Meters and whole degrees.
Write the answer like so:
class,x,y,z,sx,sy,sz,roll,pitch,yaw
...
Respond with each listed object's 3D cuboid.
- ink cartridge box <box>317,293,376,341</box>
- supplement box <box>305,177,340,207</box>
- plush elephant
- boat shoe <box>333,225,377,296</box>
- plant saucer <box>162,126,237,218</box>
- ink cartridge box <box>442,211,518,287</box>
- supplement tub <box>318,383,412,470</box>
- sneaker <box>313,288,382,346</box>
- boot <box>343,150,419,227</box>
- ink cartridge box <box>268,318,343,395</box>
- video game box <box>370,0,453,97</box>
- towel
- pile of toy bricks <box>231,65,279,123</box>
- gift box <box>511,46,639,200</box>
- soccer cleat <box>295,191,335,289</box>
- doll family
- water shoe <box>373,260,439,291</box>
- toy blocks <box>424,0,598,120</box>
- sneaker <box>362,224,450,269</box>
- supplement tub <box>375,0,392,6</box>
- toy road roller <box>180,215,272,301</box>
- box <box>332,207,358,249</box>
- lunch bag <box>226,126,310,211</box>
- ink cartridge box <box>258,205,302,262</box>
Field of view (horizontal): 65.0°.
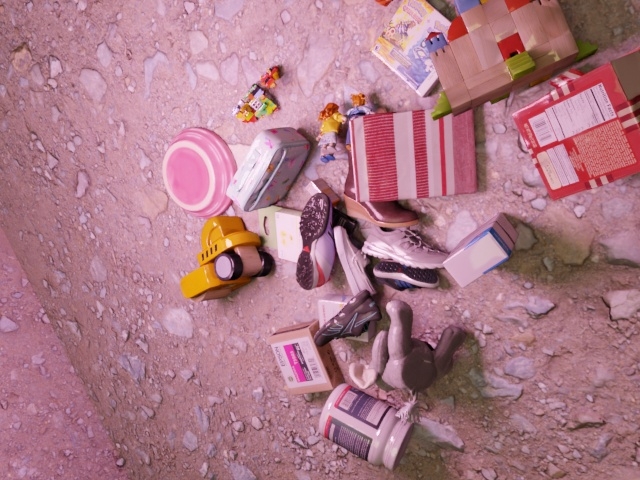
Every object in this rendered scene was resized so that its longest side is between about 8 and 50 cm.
class,x,y,z,sx,sy,sz,roll,pitch,yaw
ink cartridge box,0.087,0.249,1.649,0.175,0.072,0.128,3,107,29
supplement box,0.008,-0.146,1.583,0.098,0.062,0.036,49,124,10
plush elephant,0.239,0.364,1.514,0.255,0.271,0.330,-12,62,67
boat shoe,0.111,0.063,1.566,0.084,0.095,0.258,-17,114,8
plant saucer,-0.453,-0.237,1.816,0.331,0.084,0.333,9,110,28
ink cartridge box,0.422,0.021,1.307,0.086,0.203,0.148,51,123,5
supplement tub,0.149,0.610,1.650,0.272,0.191,0.191,21,114,24
sneaker,0.079,0.266,1.556,0.106,0.101,0.267,48,121,7
boot,0.176,-0.153,1.465,0.248,0.090,0.207,14,114,30
ink cartridge box,-0.054,0.415,1.774,0.193,0.088,0.235,-20,94,32
video game box,0.263,-0.518,1.332,0.205,0.048,0.187,45,119,11
towel,0.250,-0.230,1.355,0.328,0.037,0.237,-5,102,6
pile of toy bricks,-0.184,-0.440,1.597,0.105,0.118,0.212,37,115,-22
gift box,0.592,-0.257,1.100,0.276,0.258,0.255,-16,99,53
soccer cleat,0.000,0.000,1.578,0.108,0.116,0.319,25,116,41
doll family,0.080,-0.333,1.434,0.262,0.118,0.163,-4,71,31
water shoe,0.262,0.115,1.522,0.203,0.073,0.080,13,138,25
toy blocks,0.399,-0.477,1.175,0.381,0.190,0.261,-22,85,18
sneaker,0.257,0.015,1.458,0.281,0.105,0.116,15,93,25
supplement tub,0.217,-0.750,1.193,0.338,0.207,0.207,-41,82,32
toy road roller,-0.351,0.057,1.785,0.329,0.202,0.241,-30,74,33
box,0.030,-0.048,1.620,0.162,0.029,0.116,32,119,18
lunch bag,-0.164,-0.214,1.568,0.108,0.224,0.279,41,120,14
ink cartridge box,-0.130,-0.026,1.686,0.234,0.056,0.171,13,118,30
